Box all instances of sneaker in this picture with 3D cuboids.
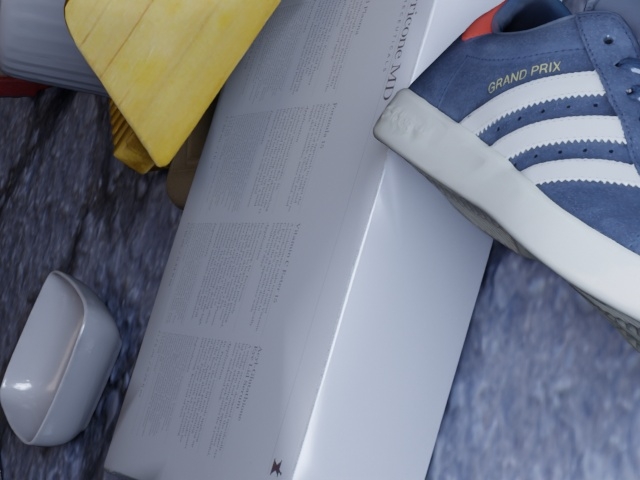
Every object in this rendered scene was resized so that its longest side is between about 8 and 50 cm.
[{"bbox_3d":[0.156,-0.041,0.857,0.148,0.131,0.350,-50,37,2],"label":"sneaker"}]

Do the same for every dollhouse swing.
[{"bbox_3d":[-0.168,-0.277,1.246,0.315,0.305,0.347,-55,16,8],"label":"dollhouse swing"}]

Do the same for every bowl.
[{"bbox_3d":[-0.225,0.108,1.542,0.142,0.053,0.142,-67,26,7],"label":"bowl"}]

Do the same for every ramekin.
[{"bbox_3d":[-0.213,-0.264,1.572,0.277,0.135,0.277,-174,90,-81],"label":"ramekin"}]

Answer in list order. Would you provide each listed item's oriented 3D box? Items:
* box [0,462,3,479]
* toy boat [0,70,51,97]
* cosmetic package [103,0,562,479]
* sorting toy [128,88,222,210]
[{"bbox_3d":[-0.355,0.242,1.712,0.114,0.036,0.207,-59,28,21],"label":"box"},{"bbox_3d":[-0.342,-0.223,1.931,0.151,0.151,0.231,95,171,-47],"label":"toy boat"},{"bbox_3d":[0.000,0.000,1.142,0.284,0.097,0.377,1,72,65],"label":"cosmetic package"},{"bbox_3d":[-0.069,-0.135,1.440,0.307,0.041,0.229,-2,75,62],"label":"sorting toy"}]
